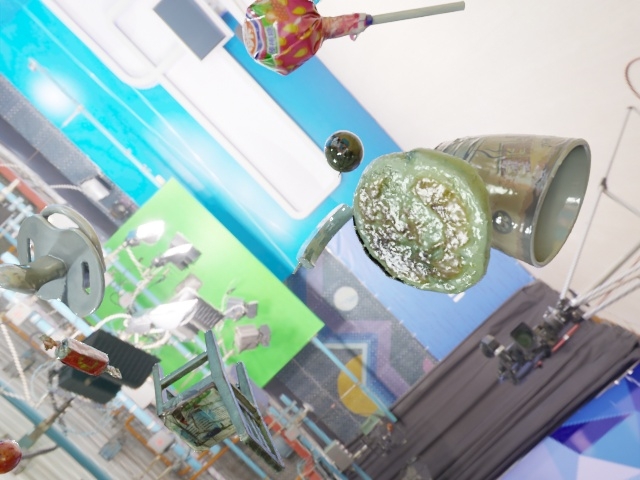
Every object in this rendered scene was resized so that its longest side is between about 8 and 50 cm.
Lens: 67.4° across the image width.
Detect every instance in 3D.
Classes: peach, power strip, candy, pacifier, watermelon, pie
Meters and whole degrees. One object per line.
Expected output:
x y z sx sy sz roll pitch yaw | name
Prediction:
-0.919 0.633 1.401 0.098 0.061 0.098 -7 -90 -67 | peach
0.000 0.000 1.214 0.044 0.216 0.137 40 171 -11 | power strip
0.059 -0.349 0.760 0.124 0.365 0.124 167 90 -82 | candy
-0.571 0.049 0.975 0.279 0.227 0.207 15 -157 25 | pacifier
-0.750 0.369 1.518 0.292 0.059 0.086 43 -179 -39 | candy
0.060 -0.220 1.249 0.105 0.133 0.105 6 158 3 | watermelon
0.145 -0.021 0.694 0.240 0.054 0.240 25 134 30 | pie

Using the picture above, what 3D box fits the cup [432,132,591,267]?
0.355 -0.108 0.919 0.301 0.227 0.257 -13 -150 -42 | cup

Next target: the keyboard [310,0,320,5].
0.001 -0.404 0.697 0.250 0.017 0.087 -124 13 -69 | keyboard

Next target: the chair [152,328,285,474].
-0.191 0.309 0.846 0.136 0.147 0.270 60 175 -37 | chair
